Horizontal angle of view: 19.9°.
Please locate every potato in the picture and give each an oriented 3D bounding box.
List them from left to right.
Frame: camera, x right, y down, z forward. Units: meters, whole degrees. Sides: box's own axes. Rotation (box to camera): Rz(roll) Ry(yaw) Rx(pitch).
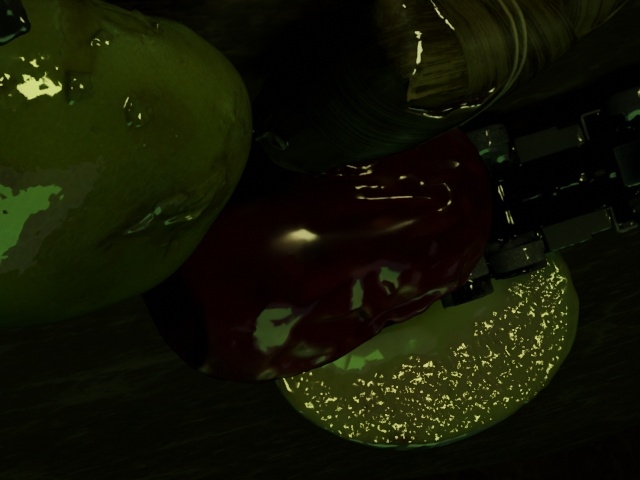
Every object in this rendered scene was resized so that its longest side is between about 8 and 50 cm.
[{"bbox_3d":[-0.144,-0.039,0.837,0.253,0.148,0.186,-9,166,-30],"label":"potato"}]

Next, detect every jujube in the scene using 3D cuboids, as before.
[{"bbox_3d":[0.000,0.000,1.154,0.230,0.155,0.155,-16,166,-15],"label":"jujube"}]

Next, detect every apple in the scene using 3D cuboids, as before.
[{"bbox_3d":[0.064,0.066,1.416,0.265,0.193,0.120,-16,176,-15],"label":"apple"}]

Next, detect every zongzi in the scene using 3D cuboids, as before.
[{"bbox_3d":[0.065,-0.099,1.010,0.184,0.084,0.187,-19,177,-33],"label":"zongzi"}]

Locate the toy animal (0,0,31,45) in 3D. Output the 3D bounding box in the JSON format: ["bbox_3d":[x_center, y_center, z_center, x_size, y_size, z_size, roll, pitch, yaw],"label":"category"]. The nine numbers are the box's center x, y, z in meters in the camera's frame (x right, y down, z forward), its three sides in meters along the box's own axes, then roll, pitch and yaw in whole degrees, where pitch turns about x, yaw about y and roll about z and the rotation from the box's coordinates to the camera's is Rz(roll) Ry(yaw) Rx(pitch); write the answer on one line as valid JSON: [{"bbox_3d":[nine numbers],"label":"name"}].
[{"bbox_3d":[-0.204,-0.113,0.651,0.217,0.073,0.176,-26,149,20],"label":"toy animal"}]

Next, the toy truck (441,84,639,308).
[{"bbox_3d":[0.140,-0.029,1.289,0.253,0.114,0.124,-18,179,3],"label":"toy truck"}]
